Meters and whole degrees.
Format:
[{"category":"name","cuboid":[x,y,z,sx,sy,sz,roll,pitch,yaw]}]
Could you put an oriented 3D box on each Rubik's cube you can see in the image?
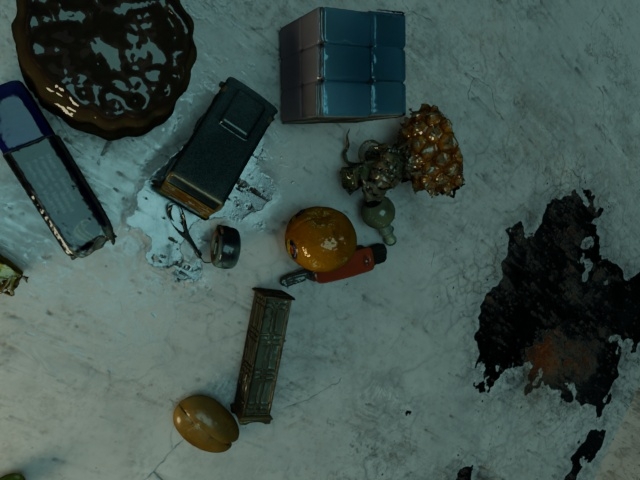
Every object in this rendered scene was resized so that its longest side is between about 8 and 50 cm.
[{"category":"Rubik's cube","cuboid":[0.046,-0.391,1.124,0.231,0.221,0.224,-7,102,-26]}]

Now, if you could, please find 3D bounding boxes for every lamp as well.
[{"category":"lamp","cuboid":[0.170,-0.046,1.326,0.091,0.091,0.163,-40,130,-16]},{"category":"lamp","cuboid":[-0.145,0.284,1.209,0.090,0.089,0.325,8,94,-28]}]

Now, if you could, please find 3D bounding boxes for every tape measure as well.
[{"category":"tape measure","cuboid":[-0.267,-0.003,1.094,0.180,0.107,0.104,24,89,-27]}]

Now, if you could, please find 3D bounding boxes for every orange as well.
[{"category":"orange","cuboid":[0.000,-0.001,1.190,0.178,0.178,0.155,-17,119,-24]}]

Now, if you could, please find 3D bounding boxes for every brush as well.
[{"category":"brush","cuboid":[0.043,0.071,1.290,0.324,0.051,0.070,-16,107,-24]}]

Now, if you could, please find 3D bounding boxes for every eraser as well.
[{"category":"eraser","cuboid":[-0.512,-0.124,0.922,0.102,0.155,0.332,-31,110,-18]}]

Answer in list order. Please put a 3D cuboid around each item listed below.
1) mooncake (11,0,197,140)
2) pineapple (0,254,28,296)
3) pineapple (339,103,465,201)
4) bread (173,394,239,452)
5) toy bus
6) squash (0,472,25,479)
[{"category":"mooncake","cuboid":[-0.403,-0.358,0.926,0.324,0.187,0.323,-3,97,-27]},{"category":"pineapple","cuboid":[-0.687,0.056,0.903,0.237,0.115,0.186,-13,104,-35]},{"category":"pineapple","cuboid":[0.187,-0.193,1.247,0.272,0.262,0.262,-20,107,-11]},{"category":"bread","cuboid":[-0.271,0.451,1.181,0.189,0.077,0.114,46,73,-22]},{"category":"toy bus","cuboid":[-0.217,-0.198,1.039,0.139,0.167,0.275,32,71,-19]},{"category":"squash","cuboid":[-0.722,0.556,0.974,0.252,0.066,0.066,-27,109,-19]}]
